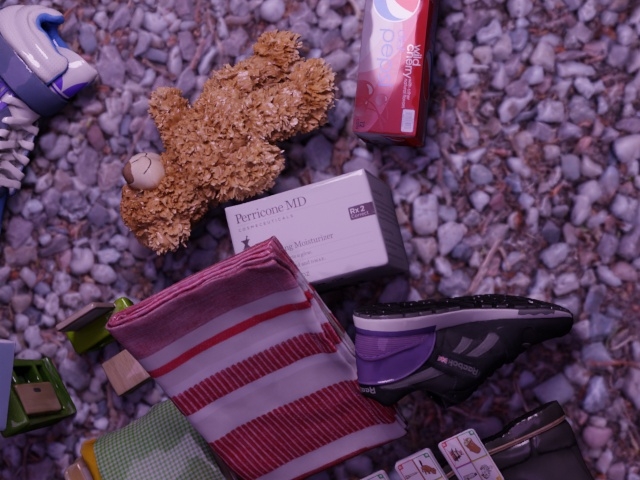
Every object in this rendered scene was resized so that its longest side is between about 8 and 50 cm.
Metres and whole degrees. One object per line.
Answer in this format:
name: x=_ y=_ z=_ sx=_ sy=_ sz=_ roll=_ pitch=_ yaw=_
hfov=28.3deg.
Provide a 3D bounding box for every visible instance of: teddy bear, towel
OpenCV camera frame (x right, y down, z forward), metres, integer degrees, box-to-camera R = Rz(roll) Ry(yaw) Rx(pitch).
teddy bear: x=-0.130 y=-0.136 z=1.607 sx=0.338 sy=0.113 sz=0.245 roll=-29 pitch=59 yaw=9
towel: x=-0.068 y=0.166 z=1.521 sx=0.237 sy=0.037 sz=0.329 roll=-26 pitch=119 yaw=18

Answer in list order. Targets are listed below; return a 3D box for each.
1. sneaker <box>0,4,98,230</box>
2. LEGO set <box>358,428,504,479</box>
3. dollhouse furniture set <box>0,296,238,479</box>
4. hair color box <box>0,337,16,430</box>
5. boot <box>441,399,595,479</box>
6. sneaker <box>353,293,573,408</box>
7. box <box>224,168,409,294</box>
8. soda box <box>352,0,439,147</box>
sneaker: x=-0.404 y=-0.158 z=1.684 sx=0.236 sy=0.130 sz=0.323 roll=-15 pitch=77 yaw=15
LEGO set: x=0.177 y=0.354 z=1.534 sx=0.182 sy=0.060 sz=0.244 roll=-31 pitch=95 yaw=24
dollhouse furniture set: x=-0.266 y=0.245 z=1.609 sx=0.197 sy=0.151 sz=0.301 roll=-32 pitch=80 yaw=8
hair color box: x=-0.550 y=0.156 z=1.569 sx=0.374 sy=0.185 sz=0.114 roll=3 pitch=86 yaw=50
boot: x=0.234 y=0.301 z=1.538 sx=0.198 sy=0.077 sz=0.137 roll=-31 pitch=85 yaw=10
sneaker: x=0.169 y=0.134 z=1.518 sx=0.283 sy=0.107 sz=0.124 roll=-3 pitch=97 yaw=-20
box: x=0.000 y=0.000 z=1.556 sx=0.181 sy=0.182 sz=0.119 roll=-16 pitch=83 yaw=11
soda box: x=0.100 y=-0.255 z=1.600 sx=0.083 sy=0.092 sz=0.263 roll=6 pitch=87 yaw=13
